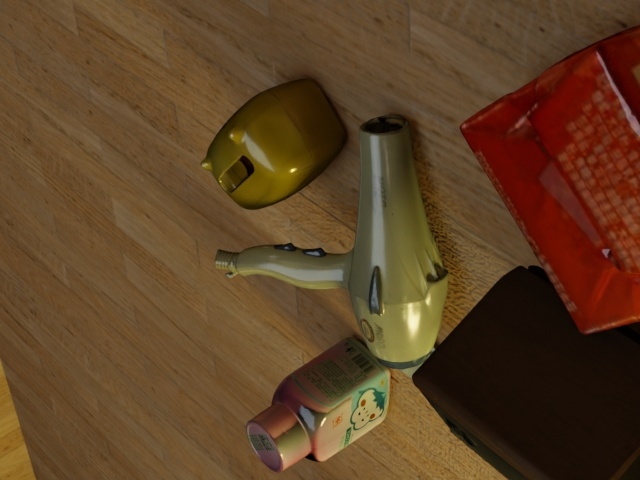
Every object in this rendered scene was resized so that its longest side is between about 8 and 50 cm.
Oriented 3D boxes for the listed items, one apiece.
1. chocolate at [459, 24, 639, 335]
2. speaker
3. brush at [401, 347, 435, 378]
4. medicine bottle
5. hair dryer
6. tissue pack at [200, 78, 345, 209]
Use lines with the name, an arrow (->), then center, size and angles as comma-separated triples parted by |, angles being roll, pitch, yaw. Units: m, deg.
chocolate -> 0.266, -0.054, 1.248 | 0.237, 0.108, 0.235 | 58, 152, 0
speaker -> 0.238, 0.166, 1.391 | 0.231, 0.192, 0.153 | 38, 171, 36
brush -> 0.174, 0.179, 1.723 | 0.336, 0.020, 0.085 | 32, 142, 40
medicine bottle -> -0.003, 0.227, 1.878 | 0.094, 0.188, 0.119 | 41, 148, 31
hair dryer -> 0.025, -0.022, 1.632 | 0.298, 0.119, 0.296 | 26, 124, 16
tissue pack -> -0.062, -0.110, 1.711 | 0.123, 0.127, 0.178 | 56, 153, 1
